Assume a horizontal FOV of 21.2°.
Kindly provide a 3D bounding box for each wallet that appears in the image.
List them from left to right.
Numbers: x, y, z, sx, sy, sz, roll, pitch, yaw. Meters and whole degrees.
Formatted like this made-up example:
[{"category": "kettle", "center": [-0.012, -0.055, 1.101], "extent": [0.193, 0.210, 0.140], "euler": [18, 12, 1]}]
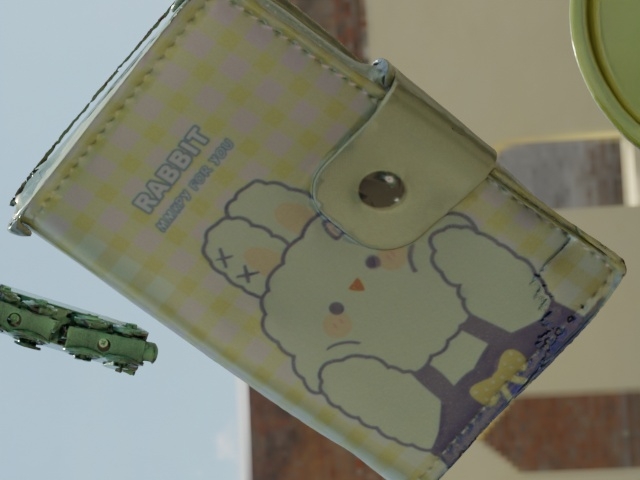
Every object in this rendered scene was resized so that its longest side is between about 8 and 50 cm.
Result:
[{"category": "wallet", "center": [0.000, 0.000, 1.001], "extent": [0.223, 0.309, 0.077], "euler": [-48, 16, 21]}]

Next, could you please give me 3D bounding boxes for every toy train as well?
[{"category": "toy train", "center": [-0.187, 0.060, 1.199], "extent": [0.071, 0.148, 0.038], "euler": [6, 77, 67]}]

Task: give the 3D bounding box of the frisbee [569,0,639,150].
[{"category": "frisbee", "center": [0.256, -0.146, 0.994], "extent": [0.017, 0.236, 0.236], "euler": [20, -115, -57]}]
